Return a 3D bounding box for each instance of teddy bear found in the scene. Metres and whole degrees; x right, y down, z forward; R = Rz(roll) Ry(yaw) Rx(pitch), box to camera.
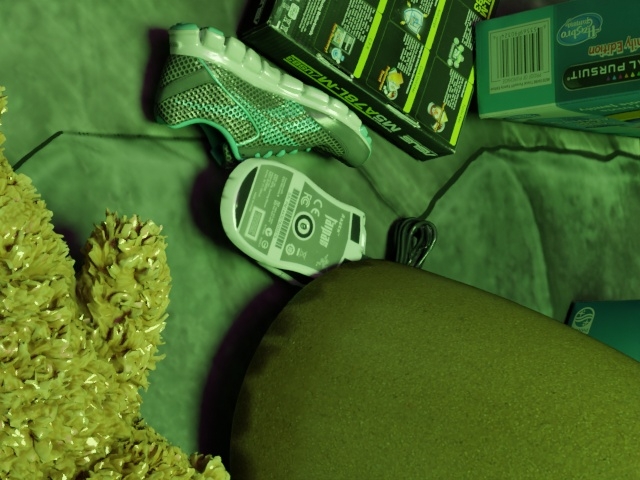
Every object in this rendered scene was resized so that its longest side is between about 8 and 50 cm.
[{"bbox_3d":[-0.175,0.071,0.559,0.245,0.113,0.338,-16,94,-34],"label":"teddy bear"}]

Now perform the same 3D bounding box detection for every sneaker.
[{"bbox_3d":[-0.042,-0.078,0.712,0.166,0.065,0.076,26,87,-27],"label":"sneaker"}]

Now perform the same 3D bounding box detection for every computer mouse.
[{"bbox_3d":[0.000,0.000,0.736,0.193,0.042,0.106,29,73,-36],"label":"computer mouse"}]

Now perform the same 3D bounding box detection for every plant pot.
[{"bbox_3d":[0.116,0.140,0.646,0.237,0.254,0.237,-6,98,-44],"label":"plant pot"}]

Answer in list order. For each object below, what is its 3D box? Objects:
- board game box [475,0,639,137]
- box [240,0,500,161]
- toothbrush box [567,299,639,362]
[{"bbox_3d":[0.326,-0.132,0.826,0.336,0.253,0.079,1,88,-42],"label":"board game box"},{"bbox_3d":[0.050,-0.185,0.790,0.184,0.045,0.191,30,67,-32],"label":"box"},{"bbox_3d":[0.271,0.224,0.852,0.216,0.126,0.295,37,66,-27],"label":"toothbrush box"}]
